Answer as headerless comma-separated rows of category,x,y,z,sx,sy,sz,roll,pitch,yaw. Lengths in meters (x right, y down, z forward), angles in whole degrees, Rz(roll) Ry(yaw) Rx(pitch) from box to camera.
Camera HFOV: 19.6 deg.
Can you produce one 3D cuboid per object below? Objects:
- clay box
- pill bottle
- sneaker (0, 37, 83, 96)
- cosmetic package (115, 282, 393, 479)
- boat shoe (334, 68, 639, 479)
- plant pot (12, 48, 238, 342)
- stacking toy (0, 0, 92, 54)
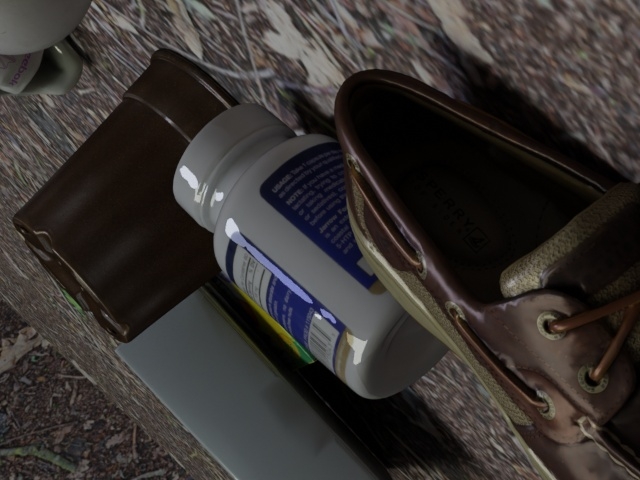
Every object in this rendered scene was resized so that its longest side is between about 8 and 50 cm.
clay box,-0.053,0.032,1.538,0.222,0.053,0.127,48,168,0
pill bottle,0.000,0.000,1.143,0.186,0.112,0.112,41,166,26
sneaker,-0.305,-0.191,1.479,0.152,0.114,0.305,31,-173,31
cosmetic package,-0.049,0.159,1.673,0.284,0.097,0.377,45,178,-2
boat shoe,0.123,0.031,0.839,0.342,0.123,0.123,46,170,34
plant pot,-0.125,-0.025,1.352,0.167,0.165,0.167,44,166,14
stacking toy,-0.276,-0.243,1.090,0.350,0.351,0.480,39,-176,31
